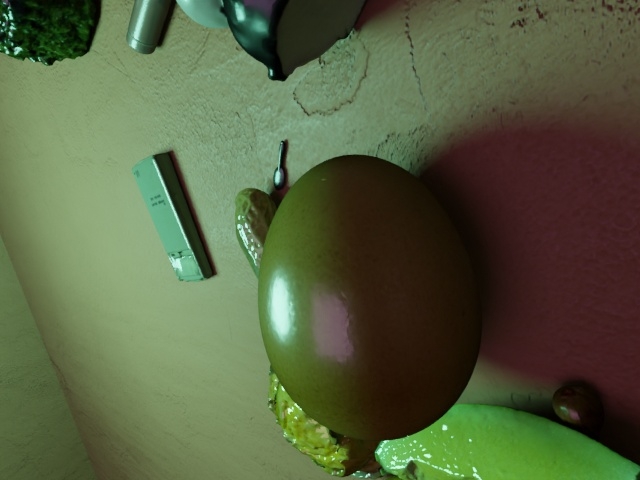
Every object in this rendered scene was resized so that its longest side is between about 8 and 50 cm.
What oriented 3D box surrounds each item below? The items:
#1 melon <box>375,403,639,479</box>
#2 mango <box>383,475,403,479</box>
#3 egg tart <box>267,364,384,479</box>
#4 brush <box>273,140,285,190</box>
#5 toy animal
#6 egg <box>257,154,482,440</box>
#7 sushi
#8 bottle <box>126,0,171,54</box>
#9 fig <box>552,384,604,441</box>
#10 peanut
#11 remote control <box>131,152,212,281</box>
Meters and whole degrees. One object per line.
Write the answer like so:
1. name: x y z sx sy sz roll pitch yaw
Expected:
1. melon: 0.221 0.298 0.531 0.323 0.124 0.196 2 119 49
2. mango: 0.148 0.490 0.691 0.157 0.108 0.262 25 119 42
3. egg tart: 0.000 0.307 0.735 0.290 0.107 0.291 17 119 33
4. brush: -0.065 -0.120 0.669 0.024 0.008 0.083 28 124 31
5. toy animal: -0.072 -0.316 0.464 0.235 0.187 0.165 39 154 16
6. egg: 0.051 0.063 0.484 0.250 0.250 0.323 -5 100 42
7. sushi: -0.632 -0.539 0.854 0.352 0.178 0.294 56 135 9
8. bottle: -0.293 -0.390 0.714 0.053 0.053 0.140 54 133 8
9. fig: 0.301 0.203 0.478 0.050 0.050 0.083 -17 115 43
10. peanut: -0.086 0.004 0.688 0.093 0.083 0.194 -15 100 57
11. remote control: -0.319 -0.041 0.906 0.123 0.038 0.285 -11 103 44
